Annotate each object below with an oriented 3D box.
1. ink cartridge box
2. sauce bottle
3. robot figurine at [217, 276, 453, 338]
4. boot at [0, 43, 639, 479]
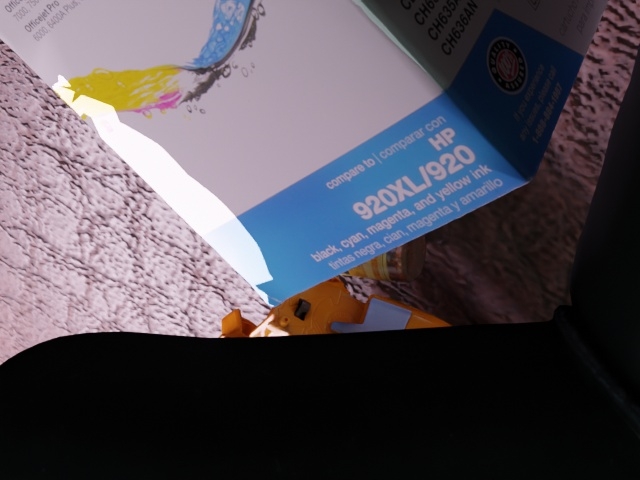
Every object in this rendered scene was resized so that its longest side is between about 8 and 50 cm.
[{"bbox_3d":[-0.017,-0.127,0.551,0.232,0.171,0.168,45,137,-17],"label":"ink cartridge box"},{"bbox_3d":[0.000,0.000,0.771,0.128,0.042,0.042,5,133,26],"label":"sauce bottle"},{"bbox_3d":[0.073,0.121,0.792,0.291,0.085,0.211,28,145,-14],"label":"robot figurine"},{"bbox_3d":[0.111,-0.056,0.389,0.367,0.146,0.445,18,106,-8],"label":"boot"}]
